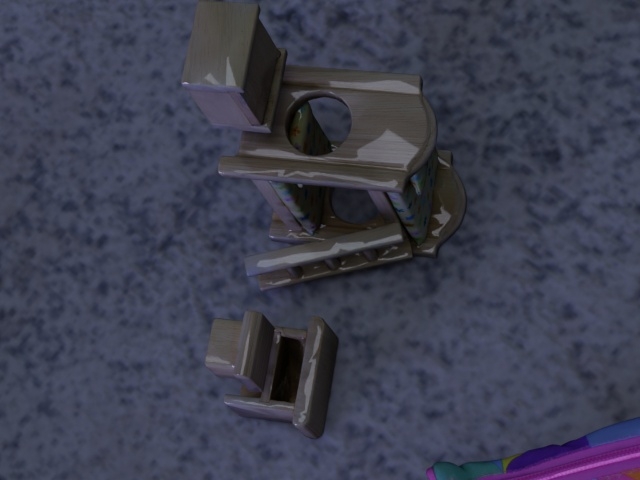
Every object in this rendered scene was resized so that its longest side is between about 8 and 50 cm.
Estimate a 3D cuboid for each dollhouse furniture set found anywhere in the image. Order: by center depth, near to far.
[{"bbox_3d":[0.000,0.000,0.823,0.101,0.182,0.161,6,74,14],"label":"dollhouse furniture set"}]

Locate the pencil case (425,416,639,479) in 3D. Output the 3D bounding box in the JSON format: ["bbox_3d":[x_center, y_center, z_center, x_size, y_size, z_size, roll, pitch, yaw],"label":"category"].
[{"bbox_3d":[0.165,0.118,0.794,0.236,0.104,0.104,-18,70,7],"label":"pencil case"}]
